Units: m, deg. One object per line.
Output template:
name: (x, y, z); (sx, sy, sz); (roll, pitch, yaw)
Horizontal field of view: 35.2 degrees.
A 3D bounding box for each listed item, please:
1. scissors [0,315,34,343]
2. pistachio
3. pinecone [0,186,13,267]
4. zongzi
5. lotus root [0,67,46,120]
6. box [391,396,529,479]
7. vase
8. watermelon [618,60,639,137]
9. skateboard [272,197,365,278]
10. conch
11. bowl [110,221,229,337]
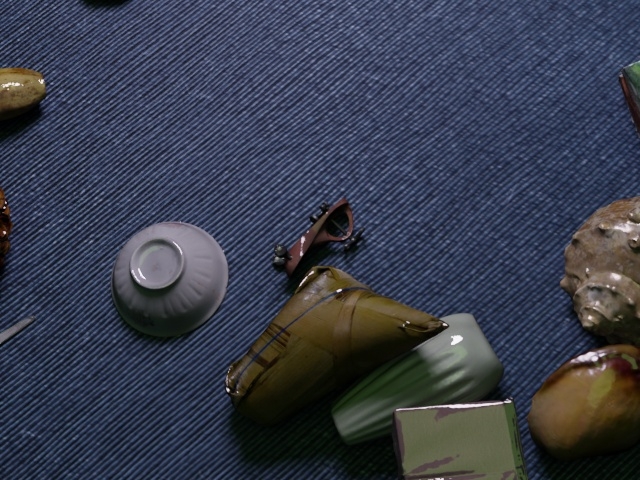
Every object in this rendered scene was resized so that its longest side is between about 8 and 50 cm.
scissors: (-0.521, 0.170, 1.551); (0.189, 0.015, 0.100); (-34, 69, -7)
pistachio: (0.379, 0.220, 1.378); (0.210, 0.131, 0.165); (-38, 112, 22)
pinecone: (-0.566, -0.033, 1.518); (0.221, 0.221, 0.222); (-2, 71, 5)
zongzi: (0.015, 0.172, 1.375); (0.260, 0.123, 0.289); (-49, 31, -9)
lotus root: (-0.574, -0.231, 1.649); (0.258, 0.097, 0.110); (-17, 38, -4)
box: (0.181, 0.319, 1.303); (0.153, 0.252, 0.188); (-8, 71, 4)
vase: (0.130, 0.204, 1.422); (0.248, 0.128, 0.128); (-30, 71, 5)
watermelon: (0.549, -0.197, 1.524); (0.212, 0.201, 0.262); (-25, 113, -5)
skateboard: (0.000, 0.000, 1.538); (0.080, 0.067, 0.151); (42, 76, 8)
conch: (0.519, 0.050, 1.398); (0.352, 0.210, 0.297); (-32, 87, -2)
bowl: (-0.238, 0.047, 1.528); (0.189, 0.086, 0.189); (-2, 71, 6)
